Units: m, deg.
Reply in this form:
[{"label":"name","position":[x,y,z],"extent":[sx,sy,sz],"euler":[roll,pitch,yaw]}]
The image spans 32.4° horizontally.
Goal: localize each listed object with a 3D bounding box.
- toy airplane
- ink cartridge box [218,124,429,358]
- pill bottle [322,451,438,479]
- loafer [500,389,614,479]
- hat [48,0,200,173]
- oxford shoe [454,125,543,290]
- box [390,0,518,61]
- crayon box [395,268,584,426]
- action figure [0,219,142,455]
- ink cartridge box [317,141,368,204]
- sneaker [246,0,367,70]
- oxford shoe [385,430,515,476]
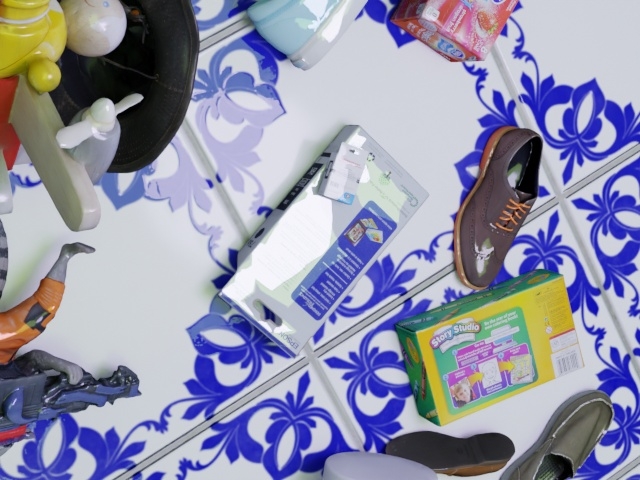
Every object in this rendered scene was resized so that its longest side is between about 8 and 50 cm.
[{"label":"toy airplane","position":[-0.362,-0.216,1.342],"extent":[0.272,0.384,0.386],"euler":[-24,106,-16]},{"label":"ink cartridge box","position":[0.000,0.000,1.666],"extent":[0.165,0.065,0.332],"euler":[44,80,-19]},{"label":"pill bottle","position":[0.067,0.544,1.673],"extent":[0.229,0.229,0.407],"euler":[5,95,-20]},{"label":"loafer","position":[0.412,0.359,1.846],"extent":[0.251,0.087,0.094],"euler":[-47,109,-8]},{"label":"hat","position":[-0.269,-0.264,1.488],"extent":[0.331,0.134,0.331],"euler":[8,109,24]},{"label":"oxford shoe","position":[0.284,-0.050,1.741],"extent":[0.097,0.098,0.271],"euler":[12,93,-21]},{"label":"box","position":[0.235,-0.410,1.664],"extent":[0.128,0.123,0.256],"euler":[30,87,-20]},{"label":"crayon box","position":[0.276,0.169,1.776],"extent":[0.279,0.081,0.165],"euler":[-19,103,-16]},{"label":"action figure","position":[-0.413,0.150,1.520],"extent":[0.341,0.179,0.330],"euler":[6,103,-47]},{"label":"ink cartridge box","position":[0.034,-0.099,1.618],"extent":[0.048,0.028,0.083],"euler":[19,90,-21]},{"label":"sneaker","position":[0.028,-0.432,1.582],"extent":[0.150,0.135,0.366],"euler":[34,84,-23]},{"label":"oxford shoe","position":[0.206,0.359,1.787],"extent":[0.212,0.076,0.076],"euler":[4,136,-10]}]
